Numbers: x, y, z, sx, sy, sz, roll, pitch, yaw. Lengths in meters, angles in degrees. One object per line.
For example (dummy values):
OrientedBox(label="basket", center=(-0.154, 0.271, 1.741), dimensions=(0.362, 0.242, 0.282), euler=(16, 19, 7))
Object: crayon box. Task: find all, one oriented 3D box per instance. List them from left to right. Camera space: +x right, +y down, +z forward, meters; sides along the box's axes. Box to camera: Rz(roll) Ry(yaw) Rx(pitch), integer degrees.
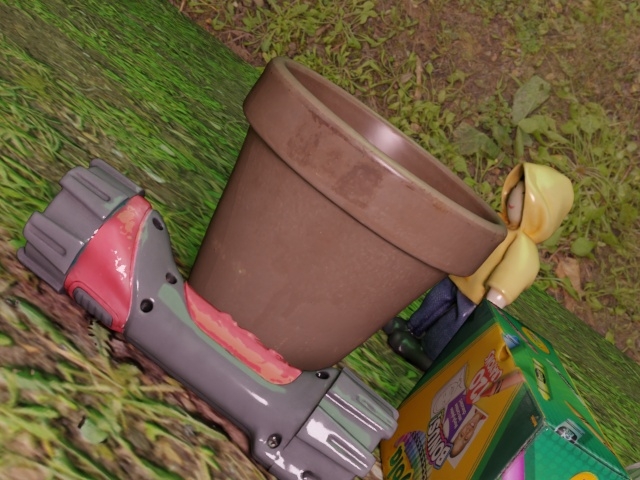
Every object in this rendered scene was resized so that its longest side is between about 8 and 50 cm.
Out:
OrientedBox(label="crayon box", center=(0.131, 0.170, 0.853), dimensions=(0.081, 0.165, 0.278), euler=(34, 12, -8))

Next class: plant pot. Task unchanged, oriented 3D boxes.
OrientedBox(label="plant pot", center=(0.000, 0.000, 0.969), dimensions=(0.263, 0.229, 0.263), euler=(35, 11, -8))

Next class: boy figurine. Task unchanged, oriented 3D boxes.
OrientedBox(label="boy figurine", center=(0.197, 0.033, 1.284), dimensions=(0.092, 0.285, 0.177), euler=(33, 16, -18))

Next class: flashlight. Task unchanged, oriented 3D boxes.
OrientedBox(label="flashlight", center=(-0.079, 0.066, 0.803), dimensions=(0.304, 0.103, 0.103), euler=(36, 17, 2))

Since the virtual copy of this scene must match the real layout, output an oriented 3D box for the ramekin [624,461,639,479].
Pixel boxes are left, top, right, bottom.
OrientedBox(label="ramekin", center=(0.250, 0.264, 0.768), dimensions=(0.109, 0.207, 0.207), euler=(5, 33, -52))
